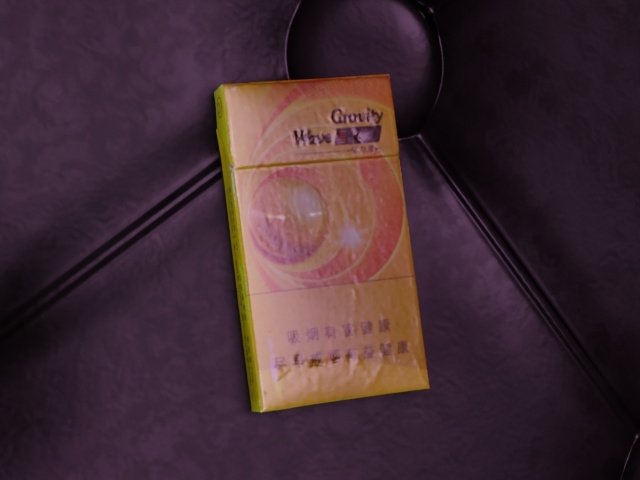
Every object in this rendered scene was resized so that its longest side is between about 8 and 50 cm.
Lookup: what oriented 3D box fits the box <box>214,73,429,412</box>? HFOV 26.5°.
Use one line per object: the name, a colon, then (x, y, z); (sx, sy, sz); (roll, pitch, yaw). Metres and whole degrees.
box: (0.000, 0.000, 1.133); (0.152, 0.043, 0.269); (-5, 85, -20)
